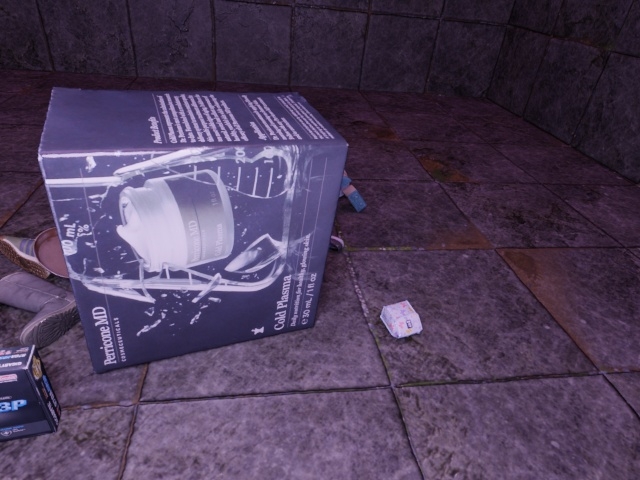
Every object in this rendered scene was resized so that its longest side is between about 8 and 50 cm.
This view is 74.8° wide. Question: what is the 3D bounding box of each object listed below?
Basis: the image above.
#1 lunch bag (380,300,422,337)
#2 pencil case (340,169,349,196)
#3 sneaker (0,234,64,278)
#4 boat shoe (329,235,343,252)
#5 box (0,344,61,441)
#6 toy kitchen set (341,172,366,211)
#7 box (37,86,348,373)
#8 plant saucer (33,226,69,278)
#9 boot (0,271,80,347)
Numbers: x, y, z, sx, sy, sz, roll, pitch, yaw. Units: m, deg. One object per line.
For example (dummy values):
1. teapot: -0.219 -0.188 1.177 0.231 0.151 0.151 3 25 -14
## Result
1. lunch bag: 0.197 0.192 1.005 0.071 0.053 0.083 -10 45 -21
2. pencil case: 0.024 -0.266 1.622 0.124 0.113 0.273 -18 36 0
3. sneaker: -0.737 0.030 1.086 0.192 0.064 0.086 24 36 16
4. boat shoe: 0.000 0.000 1.269 0.142 0.049 0.040 16 35 10
5. box: -0.558 0.256 0.665 0.220 0.175 0.051 -4 35 -16
6. toy kitchen set: 0.041 -0.117 1.445 0.207 0.166 0.122 -35 38 5
7. box: -0.244 -0.034 0.866 0.472 0.479 0.297 -7 38 -22
8. plant saucer: -0.634 0.036 1.065 0.168 0.029 0.168 31 33 -22
9. boot: -0.641 0.142 0.918 0.209 0.076 0.189 20 21 8
